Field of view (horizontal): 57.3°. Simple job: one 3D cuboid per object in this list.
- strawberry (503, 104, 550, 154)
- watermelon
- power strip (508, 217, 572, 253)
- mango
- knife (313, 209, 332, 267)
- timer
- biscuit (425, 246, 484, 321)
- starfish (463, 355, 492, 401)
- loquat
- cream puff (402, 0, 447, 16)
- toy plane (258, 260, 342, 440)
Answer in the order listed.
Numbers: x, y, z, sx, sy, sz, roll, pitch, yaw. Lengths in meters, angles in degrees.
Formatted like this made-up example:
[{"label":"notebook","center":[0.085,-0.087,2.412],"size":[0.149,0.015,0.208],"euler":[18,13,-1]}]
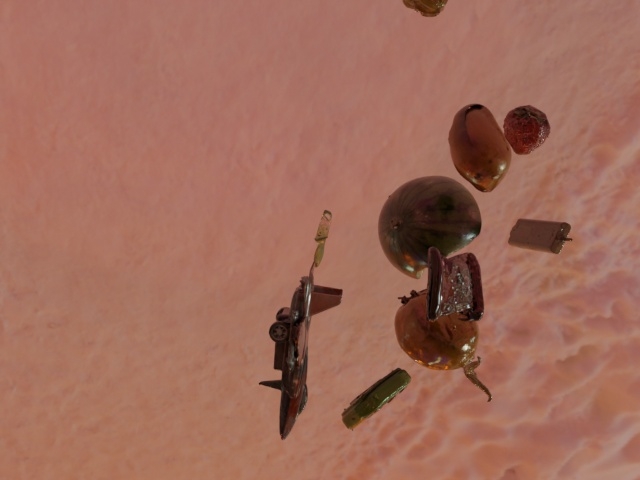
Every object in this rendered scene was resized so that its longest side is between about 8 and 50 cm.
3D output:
[{"label":"strawberry","center":[0.432,-0.233,1.241],"size":[0.106,0.106,0.106],"euler":[-1,134,-1]},{"label":"watermelon","center":[0.293,-0.062,1.751],"size":[0.330,0.331,0.189],"euler":[-33,149,26]},{"label":"power strip","center":[0.634,-0.014,1.685],"size":[0.034,0.268,0.092],"euler":[26,88,-15]},{"label":"mango","center":[0.413,-0.254,1.536],"size":[0.166,0.236,0.136],"euler":[23,142,-31]},{"label":"knife","center":[0.000,0.000,1.342],"size":[0.030,0.014,0.207],"euler":[3,141,-9]},{"label":"timer","center":[0.103,0.298,1.110],"size":[0.140,0.047,0.128],"euler":[-27,161,-36]},{"label":"biscuit","center":[0.272,0.095,1.215],"size":[0.063,0.152,0.235],"euler":[3,178,41]},{"label":"starfish","center":[0.436,0.367,1.701],"size":[0.050,0.217,0.223],"euler":[-12,154,-3]},{"label":"loquat","center":[0.281,0.215,1.438],"size":[0.234,0.187,0.176],"euler":[41,130,16]},{"label":"cream puff","center":[0.200,-0.494,1.124],"size":[0.146,0.146,0.116],"euler":[-11,117,8]},{"label":"toy plane","center":[-0.050,0.205,1.051],"size":[0.104,0.223,0.327],"euler":[18,100,1]}]
